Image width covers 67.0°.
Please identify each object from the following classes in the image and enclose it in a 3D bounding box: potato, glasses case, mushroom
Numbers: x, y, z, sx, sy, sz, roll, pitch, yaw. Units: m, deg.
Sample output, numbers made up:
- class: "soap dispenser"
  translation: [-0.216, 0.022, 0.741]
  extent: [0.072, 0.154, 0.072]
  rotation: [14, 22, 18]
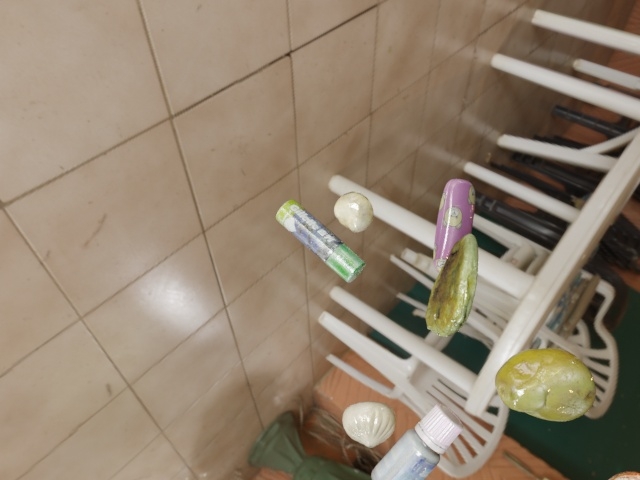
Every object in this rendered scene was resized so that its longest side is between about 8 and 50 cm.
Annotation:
- class: "potato"
  translation: [0.460, 0.304, 1.012]
  extent: [0.194, 0.157, 0.157]
  rotation: [-4, 129, -19]
- class: "glasses case"
  translation: [0.439, -0.043, 1.584]
  extent: [0.123, 0.076, 0.315]
  rotation: [7, 93, -33]
- class: "mushroom"
  translation: [0.128, -0.107, 1.814]
  extent: [0.122, 0.154, 0.154]
  rotation: [-39, 151, -59]

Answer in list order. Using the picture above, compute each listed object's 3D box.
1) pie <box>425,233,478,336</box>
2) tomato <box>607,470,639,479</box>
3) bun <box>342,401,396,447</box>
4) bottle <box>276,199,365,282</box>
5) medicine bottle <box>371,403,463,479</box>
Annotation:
- class: "pie"
  translation: [0.377, 0.124, 1.375]
  extent: [0.323, 0.071, 0.322]
  rotation: [15, 90, -88]
- class: "tomato"
  translation: [0.894, 0.831, 1.354]
  extent: [0.338, 0.338, 0.143]
  rotation: [-47, 158, -19]
- class: "bun"
  translation: [0.124, 0.480, 1.235]
  extent: [0.094, 0.139, 0.138]
  rotation: [-84, 179, -47]
- class: "bottle"
  translation: [0.000, 0.000, 1.588]
  extent: [0.093, 0.330, 0.093]
  rotation: [-44, 165, -16]
- class: "medicine bottle"
  translation: [0.190, 0.414, 0.945]
  extent: [0.203, 0.083, 0.083]
  rotation: [-52, 154, 10]
